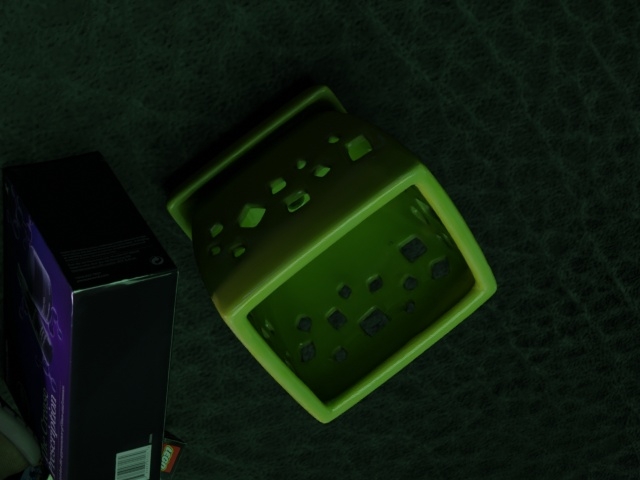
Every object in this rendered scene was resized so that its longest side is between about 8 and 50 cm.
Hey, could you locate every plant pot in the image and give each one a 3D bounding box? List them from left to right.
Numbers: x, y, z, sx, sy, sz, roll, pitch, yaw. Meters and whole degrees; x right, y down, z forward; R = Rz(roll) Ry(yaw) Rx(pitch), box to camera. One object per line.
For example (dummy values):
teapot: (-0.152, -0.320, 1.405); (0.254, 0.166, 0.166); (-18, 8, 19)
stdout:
plant pot: (0.000, 0.000, 1.359); (0.227, 0.207, 0.228); (-38, 138, -1)

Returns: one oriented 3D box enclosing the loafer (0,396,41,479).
loafer: (-0.406, 0.130, 1.236); (0.366, 0.134, 0.130); (39, 84, -36)

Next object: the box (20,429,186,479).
box: (-0.256, 0.299, 1.504); (0.159, 0.044, 0.233); (23, 90, -44)

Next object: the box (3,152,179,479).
box: (-0.217, 0.082, 1.297); (0.103, 0.184, 0.261); (-11, 131, -24)
